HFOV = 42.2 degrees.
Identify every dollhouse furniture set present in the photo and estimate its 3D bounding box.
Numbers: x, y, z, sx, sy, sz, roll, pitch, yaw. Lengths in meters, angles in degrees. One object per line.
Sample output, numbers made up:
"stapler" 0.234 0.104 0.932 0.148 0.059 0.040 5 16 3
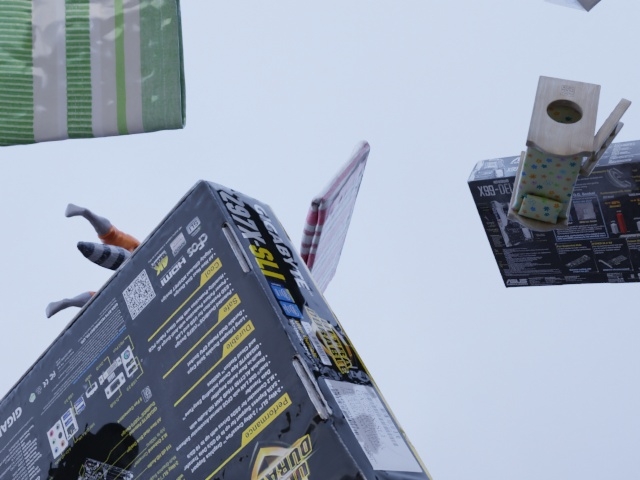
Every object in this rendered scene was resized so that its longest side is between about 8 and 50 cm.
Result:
"dollhouse furniture set" 0.271 -0.046 0.809 0.161 0.101 0.182 12 -37 12

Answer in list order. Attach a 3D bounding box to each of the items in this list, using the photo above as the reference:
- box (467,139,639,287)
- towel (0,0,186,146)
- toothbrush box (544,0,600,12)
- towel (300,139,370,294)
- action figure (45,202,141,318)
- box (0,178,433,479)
"box" 0.433 -0.037 1.422 0.307 0.076 0.242 -5 -57 35
"towel" -0.327 -0.247 1.068 0.325 0.247 0.038 -4 -6 14
"toothbrush box" 0.278 -0.459 1.115 0.295 0.216 0.126 43 -76 -13
"towel" 0.000 0.000 0.894 0.029 0.144 0.197 21 -55 9
"action figure" -0.302 0.108 1.468 0.330 0.341 0.178 16 -34 -30
"box" -0.113 0.155 0.584 0.322 0.257 0.079 -46 -36 18
